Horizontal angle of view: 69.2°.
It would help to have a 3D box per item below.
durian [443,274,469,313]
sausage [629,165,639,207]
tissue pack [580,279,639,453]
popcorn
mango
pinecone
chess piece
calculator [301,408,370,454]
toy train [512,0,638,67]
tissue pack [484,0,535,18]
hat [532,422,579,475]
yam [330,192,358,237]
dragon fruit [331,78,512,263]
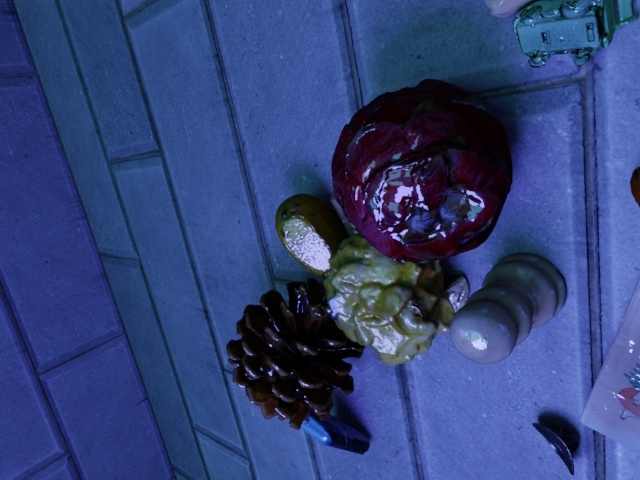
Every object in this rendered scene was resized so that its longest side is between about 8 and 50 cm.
[{"bbox_3d":[0.286,0.124,1.020,0.066,0.052,0.130,4,121,1],"label":"durian"},{"bbox_3d":[0.553,-0.141,0.584,0.102,0.102,0.330,55,136,9],"label":"sausage"},{"bbox_3d":[0.568,0.213,0.757,0.170,0.071,0.325,26,126,35],"label":"tissue pack"},{"bbox_3d":[0.142,0.110,0.959,0.252,0.215,0.286,-28,94,32],"label":"popcorn"},{"bbox_3d":[0.000,0.000,1.134,0.130,0.167,0.261,-36,94,33],"label":"mango"},{"bbox_3d":[-0.035,0.261,1.196,0.385,0.385,0.383,20,122,36],"label":"pinecone"},{"bbox_3d":[0.322,0.124,0.813,0.143,0.261,0.142,17,117,37],"label":"chess piece"},{"bbox_3d":[0.026,0.536,1.319,0.173,0.051,0.293,21,167,43],"label":"calculator"},{"bbox_3d":[0.371,-0.323,0.689,0.149,0.081,0.099,19,154,50],"label":"toy train"},{"bbox_3d":[0.318,-0.454,0.655,0.222,0.090,0.186,-16,105,45],"label":"tissue pack"},{"bbox_3d":[0.487,0.408,0.935,0.121,0.050,0.121,57,180,0],"label":"hat"},{"bbox_3d":[0.120,0.038,1.096,0.081,0.081,0.356,-20,97,47],"label":"yam"},{"bbox_3d":[0.175,-0.112,0.806,0.330,0.329,0.328,20,122,36],"label":"dragon fruit"}]
